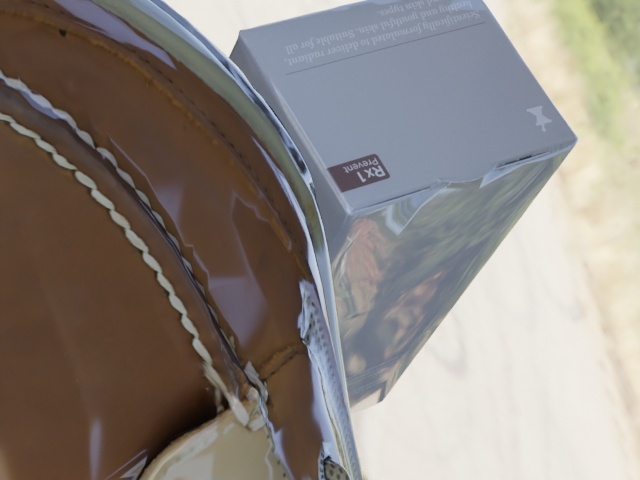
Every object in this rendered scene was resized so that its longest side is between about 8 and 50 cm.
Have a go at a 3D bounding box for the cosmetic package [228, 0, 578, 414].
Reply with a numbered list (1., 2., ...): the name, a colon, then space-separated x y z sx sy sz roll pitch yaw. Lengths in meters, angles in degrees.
1. cosmetic package: 0.000 0.000 0.822 0.107 0.127 0.238 57 -37 23

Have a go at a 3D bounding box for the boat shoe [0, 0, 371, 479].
1. boat shoe: -0.039 0.068 0.421 0.324 0.123 0.120 63 12 -50
